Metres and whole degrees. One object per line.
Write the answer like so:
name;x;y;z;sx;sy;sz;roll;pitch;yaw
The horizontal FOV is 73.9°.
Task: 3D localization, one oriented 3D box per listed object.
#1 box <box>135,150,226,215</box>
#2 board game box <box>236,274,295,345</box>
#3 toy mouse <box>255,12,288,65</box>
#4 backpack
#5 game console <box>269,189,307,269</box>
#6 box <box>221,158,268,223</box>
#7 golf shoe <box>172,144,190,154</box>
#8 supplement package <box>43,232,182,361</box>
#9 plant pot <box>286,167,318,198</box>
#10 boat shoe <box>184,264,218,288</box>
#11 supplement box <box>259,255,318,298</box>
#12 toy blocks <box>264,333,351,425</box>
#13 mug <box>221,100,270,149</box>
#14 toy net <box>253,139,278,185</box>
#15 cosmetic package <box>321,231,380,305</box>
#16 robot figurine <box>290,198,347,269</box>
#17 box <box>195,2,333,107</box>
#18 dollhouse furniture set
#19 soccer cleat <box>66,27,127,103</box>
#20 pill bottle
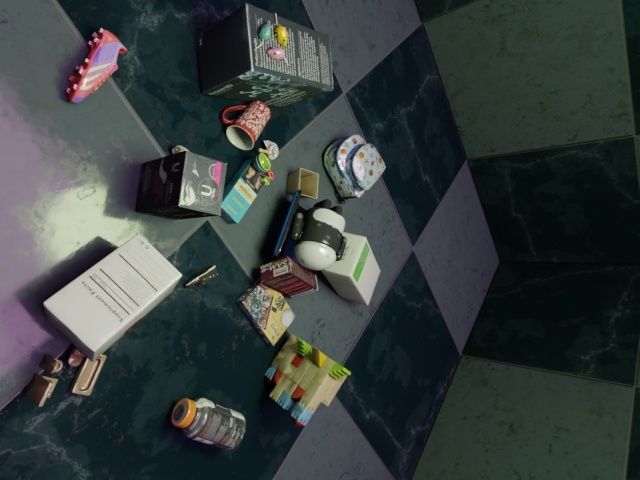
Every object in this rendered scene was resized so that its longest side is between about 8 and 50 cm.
box;-0.426;-0.158;1.293;0.143;0.270;0.165;12;81;-46
board game box;-0.210;0.274;1.687;0.165;0.042;0.243;-50;123;-36
toy mouse;-0.149;-0.629;1.344;0.143;0.031;0.161;-39;117;-40
backpack;0.150;-0.352;1.981;0.263;0.213;0.276;49;58;-22
game console;-0.081;-0.017;1.735;0.173;0.250;0.293;20;70;-7
box;-0.294;-0.184;1.591;0.100;0.060;0.244;50;56;-35
golf shoe;-0.432;-0.266;1.457;0.176;0.069;0.086;53;34;-36
supplement package;-0.563;0.156;1.170;0.175;0.177;0.293;46;54;-4
plant pot;-0.082;-0.234;1.795;0.109;0.096;0.109;10;82;-46
boat shoe;-0.408;0.133;1.470;0.133;0.049;0.042;-36;107;-46
supplement box;-0.121;0.150;1.676;0.239;0.130;0.073;41;34;-55
toy blocks;-0.079;0.538;1.629;0.191;0.381;0.261;46;73;-36
mug;-0.272;-0.449;1.586;0.150;0.113;0.169;52;51;-35
toy net;-0.195;-0.316;1.651;0.122;0.045;0.232;54;31;-29
cosmetic package;0.141;0.130;1.903;0.196;0.155;0.365;-68;153;-18
robot figurine;-0.003;-0.019;1.662;0.173;0.209;0.278;86;18;-67
box;-0.193;-0.639;1.537;0.396;0.294;0.211;-7;94;-47
dollhouse furniture set;-0.660;0.367;1.139;0.151;0.123;0.144;34;65;-42
soccer cleat;-0.636;-0.487;1.216;0.095;0.083;0.248;33;63;-47
pill bottle;-0.380;0.612;1.434;0.246;0.130;0.130;44;59;-38
